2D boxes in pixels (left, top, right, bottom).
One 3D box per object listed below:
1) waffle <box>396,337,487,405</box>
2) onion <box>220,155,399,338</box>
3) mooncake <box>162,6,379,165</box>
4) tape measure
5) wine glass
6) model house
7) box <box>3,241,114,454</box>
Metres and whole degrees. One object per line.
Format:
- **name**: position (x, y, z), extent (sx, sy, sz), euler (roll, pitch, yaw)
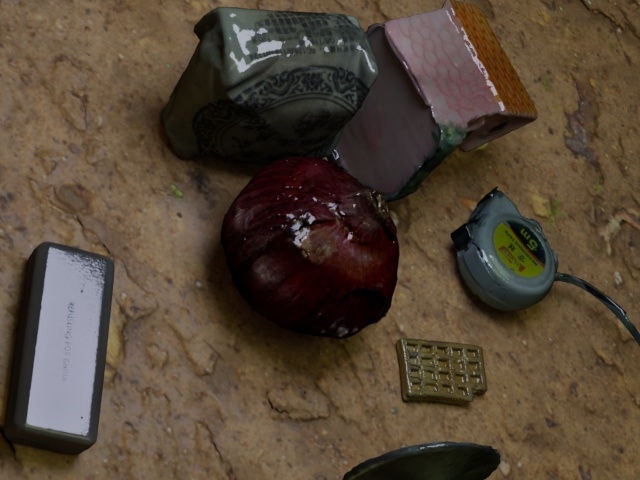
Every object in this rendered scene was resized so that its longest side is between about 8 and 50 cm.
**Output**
- **waffle**: position (0.166, 0.178, 2.089), extent (0.135, 0.021, 0.092), euler (9, 60, -27)
- **onion**: position (0.000, 0.000, 1.952), extent (0.252, 0.219, 0.252), euler (22, 53, -32)
- **mooncake**: position (-0.058, -0.190, 1.978), extent (0.254, 0.250, 0.136), euler (-5, 68, -22)
- **tape measure**: position (0.321, 0.084, 2.190), extent (0.330, 0.084, 0.164), euler (47, 53, -1)
- **wine glass**: position (0.155, 0.455, 1.802), extent (0.267, 0.267, 0.406), euler (4, 61, -30)
- **model house**: position (0.155, -0.185, 2.130), extent (0.237, 0.237, 0.202), euler (-20, 72, -36)
- **box**: position (-0.302, 0.124, 1.804), extent (0.103, 0.055, 0.243), euler (16, 59, -24)
